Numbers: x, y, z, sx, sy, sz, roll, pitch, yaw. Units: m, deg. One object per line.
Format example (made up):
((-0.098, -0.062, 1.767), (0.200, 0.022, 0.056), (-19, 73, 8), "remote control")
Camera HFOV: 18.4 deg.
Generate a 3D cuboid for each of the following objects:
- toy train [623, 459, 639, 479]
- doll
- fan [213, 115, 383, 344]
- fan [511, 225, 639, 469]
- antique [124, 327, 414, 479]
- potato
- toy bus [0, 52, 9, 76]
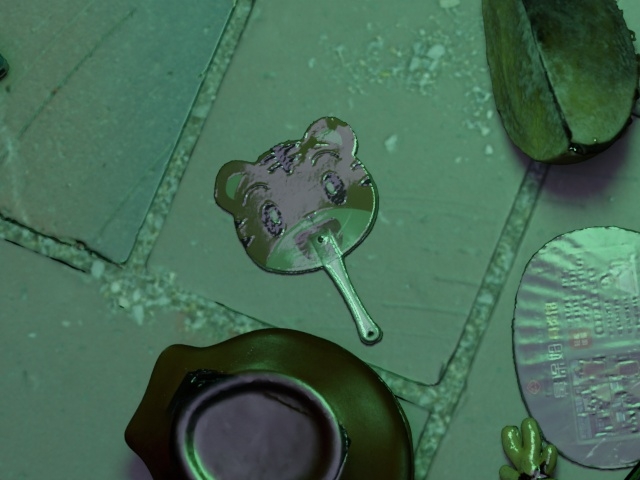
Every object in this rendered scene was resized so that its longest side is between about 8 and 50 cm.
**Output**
((0.307, 0.215, 1.788), (0.044, 0.042, 0.209), (39, 94, -5), "toy train")
((0.197, 0.215, 1.820), (0.061, 0.051, 0.093), (-28, 49, 23), "doll")
((0.000, 0.000, 1.900), (0.152, 0.008, 0.227), (-27, 76, 4), "fan")
((0.311, 0.116, 1.824), (0.294, 0.012, 0.223), (21, 85, 12), "fan")
((-0.044, 0.191, 1.814), (0.278, 0.129, 0.224), (28, 88, 15), "antique")
((0.224, -0.168, 1.863), (0.120, 0.100, 0.261), (2, 61, -28), "potato")
((-0.372, -0.159, 1.958), (0.123, 0.075, 0.060), (-39, 76, 2), "toy bus")
